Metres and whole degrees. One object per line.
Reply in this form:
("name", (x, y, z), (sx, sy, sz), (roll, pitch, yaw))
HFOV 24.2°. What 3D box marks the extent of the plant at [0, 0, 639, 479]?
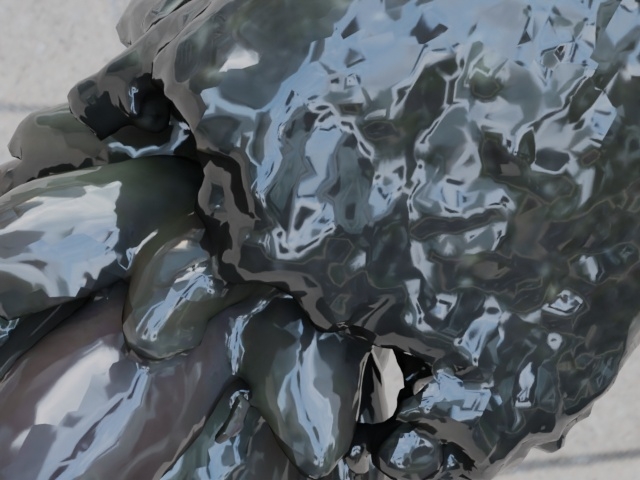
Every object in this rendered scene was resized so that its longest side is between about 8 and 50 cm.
("plant", (0.000, 0.000, 0.452), (0.181, 0.321, 0.194), (41, 9, -19))
